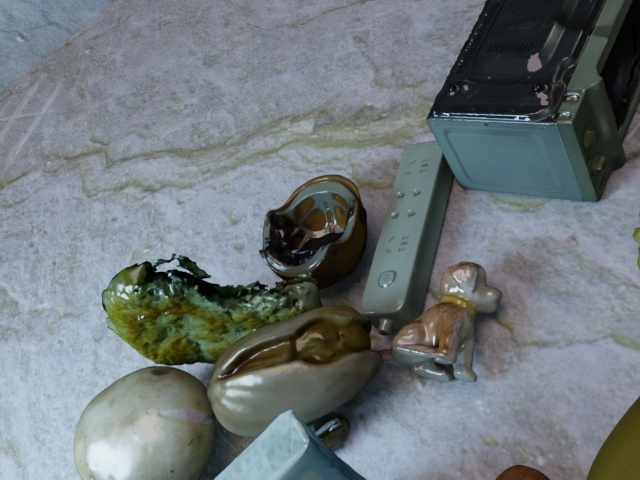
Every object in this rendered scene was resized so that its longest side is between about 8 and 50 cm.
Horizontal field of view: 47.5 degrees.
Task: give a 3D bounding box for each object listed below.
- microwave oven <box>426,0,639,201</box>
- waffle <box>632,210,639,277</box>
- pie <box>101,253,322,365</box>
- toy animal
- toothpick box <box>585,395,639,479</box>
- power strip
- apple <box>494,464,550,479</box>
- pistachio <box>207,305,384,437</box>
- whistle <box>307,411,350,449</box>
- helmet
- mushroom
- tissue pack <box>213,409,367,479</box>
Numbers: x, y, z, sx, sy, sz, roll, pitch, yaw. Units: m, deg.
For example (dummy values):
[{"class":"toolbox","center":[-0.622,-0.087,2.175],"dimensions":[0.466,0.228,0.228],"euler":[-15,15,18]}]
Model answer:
[{"class":"microwave oven","center":[0.371,-0.275,1.207],"dimensions":[0.286,0.218,0.355],"euler":[12,63,39]},{"class":"waffle","center":[0.574,0.009,0.948],"dimensions":[0.302,0.068,0.325],"euler":[-15,50,24]},{"class":"pie","center":[-0.175,0.126,1.188],"dimensions":[0.296,0.371,0.078],"euler":[-47,40,44]},{"class":"toy animal","center":[0.174,0.113,1.117],"dimensions":[0.184,0.104,0.185],"euler":[0,60,44]},{"class":"toothpick box","center":[0.434,0.266,0.586],"dimensions":[0.425,0.409,0.409],"euler":[-40,43,9]},{"class":"power strip","center":[0.152,-0.010,1.254],"dimensions":[0.091,0.062,0.385],"euler":[-5,52,35]},{"class":"apple","center":[0.253,0.324,0.908],"dimensions":[0.084,0.071,0.084],"euler":[-22,50,28]},{"class":"pistachio","center":[-0.042,0.209,1.118],"dimensions":[0.288,0.197,0.166],"euler":[-18,58,11]},{"class":"whistle","center":[-0.095,0.364,1.117],"dimensions":[0.326,0.068,0.057],"euler":[-34,74,5]},{"class":"helmet","center":[0.000,0.000,1.301],"dimensions":[0.198,0.130,0.224],"euler":[-4,44,27]},{"class":"mushroom","center":[-0.280,0.319,1.192],"dimensions":[0.255,0.184,0.255],"euler":[-20,44,20]},{"class":"tissue pack","center":[-0.023,0.352,0.932],"dimensions":[0.177,0.263,0.089],"euler":[-43,40,-4]}]
